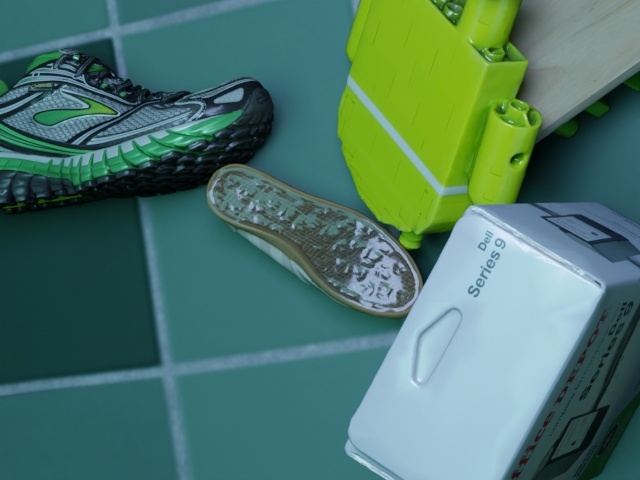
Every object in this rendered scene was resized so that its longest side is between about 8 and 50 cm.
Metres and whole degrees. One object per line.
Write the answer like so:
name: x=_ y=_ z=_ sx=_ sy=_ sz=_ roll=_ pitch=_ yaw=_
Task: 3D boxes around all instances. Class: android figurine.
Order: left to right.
android figurine: x=0.090 y=-0.119 z=1.511 sx=0.248 sy=0.056 sz=0.273 roll=52 pitch=138 yaw=42

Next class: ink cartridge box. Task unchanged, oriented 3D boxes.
ink cartridge box: x=0.164 y=0.087 z=1.406 sx=0.121 sy=0.289 sz=0.211 roll=32 pitch=105 yaw=22

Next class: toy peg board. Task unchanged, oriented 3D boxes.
toy peg board: x=0.204 y=-0.172 z=1.507 sx=0.161 sy=0.079 sz=0.160 roll=-36 pitch=61 yaw=23

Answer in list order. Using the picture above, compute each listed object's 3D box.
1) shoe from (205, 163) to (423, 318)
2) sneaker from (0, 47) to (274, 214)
shoe: x=0.000 y=0.000 z=1.618 sx=0.219 sy=0.058 sz=0.076 roll=32 pitch=86 yaw=17
sneaker: x=-0.203 y=-0.111 z=1.666 sx=0.344 sy=0.134 sz=0.146 roll=-6 pitch=86 yaw=25
